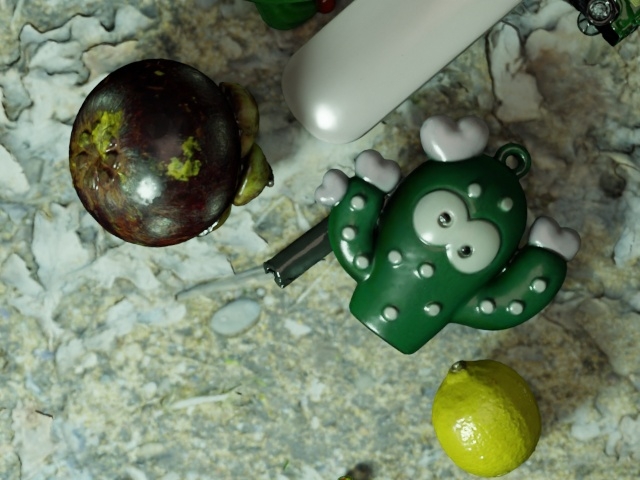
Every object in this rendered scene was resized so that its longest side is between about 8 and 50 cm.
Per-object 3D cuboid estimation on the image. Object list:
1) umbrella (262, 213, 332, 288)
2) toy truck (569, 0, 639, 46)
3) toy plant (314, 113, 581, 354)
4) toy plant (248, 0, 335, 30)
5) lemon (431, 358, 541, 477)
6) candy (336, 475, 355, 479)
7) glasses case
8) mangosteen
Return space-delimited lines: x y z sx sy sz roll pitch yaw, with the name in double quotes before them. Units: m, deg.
"umbrella" 0.001 0.001 1.808 0.133 0.031 0.036 -37 114 -4
"toy truck" 0.257 -0.329 1.808 0.121 0.088 0.259 -42 87 1
"toy plant" 0.127 -0.004 1.770 0.243 0.112 0.232 -27 99 1
"toy plant" 0.014 -0.311 1.780 0.240 0.088 0.154 -31 132 4
"lemon" 0.167 0.178 1.760 0.109 0.109 0.133 -35 105 -3
"candy" 0.047 0.275 1.796 0.083 0.023 0.025 46 71 -5
"glasses case" 0.089 -0.217 1.779 0.297 0.075 0.113 -39 91 11
"mangosteen" -0.140 -0.086 1.750 0.217 0.192 0.192 -1 85 -40
